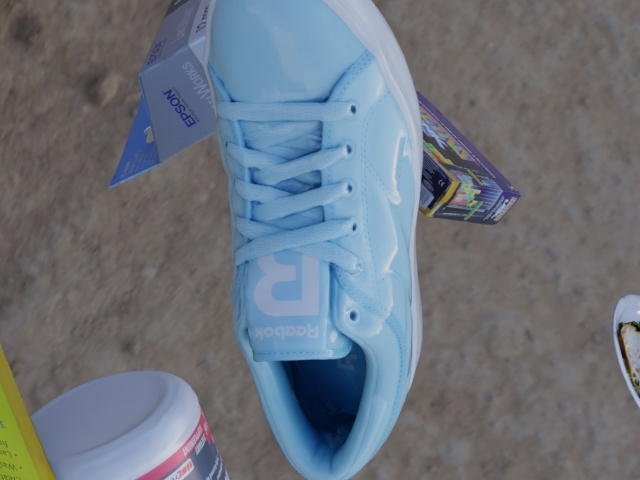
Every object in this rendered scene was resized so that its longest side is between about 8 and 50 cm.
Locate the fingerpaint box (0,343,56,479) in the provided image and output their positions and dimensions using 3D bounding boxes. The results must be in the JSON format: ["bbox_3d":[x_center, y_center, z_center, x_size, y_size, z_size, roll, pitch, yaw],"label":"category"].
[{"bbox_3d":[-0.414,0.197,1.041,0.445,0.163,0.371,21,28,-48],"label":"fingerpaint box"}]

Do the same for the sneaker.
[{"bbox_3d":[0.000,0.000,0.883,0.135,0.365,0.150,-6,31,15],"label":"sneaker"}]

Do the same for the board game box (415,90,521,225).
[{"bbox_3d":[0.101,-0.090,1.382,0.170,0.048,0.141,49,24,27],"label":"board game box"}]

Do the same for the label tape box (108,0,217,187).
[{"bbox_3d":[-0.113,-0.230,1.603,0.115,0.348,0.249,55,20,-24],"label":"label tape box"}]

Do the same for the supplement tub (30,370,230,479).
[{"bbox_3d":[-0.166,0.278,1.306,0.191,0.191,0.272,-30,113,-27],"label":"supplement tub"}]

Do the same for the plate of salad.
[{"bbox_3d":[0.435,0.157,1.758,0.200,0.048,0.199,31,45,-36],"label":"plate of salad"}]
